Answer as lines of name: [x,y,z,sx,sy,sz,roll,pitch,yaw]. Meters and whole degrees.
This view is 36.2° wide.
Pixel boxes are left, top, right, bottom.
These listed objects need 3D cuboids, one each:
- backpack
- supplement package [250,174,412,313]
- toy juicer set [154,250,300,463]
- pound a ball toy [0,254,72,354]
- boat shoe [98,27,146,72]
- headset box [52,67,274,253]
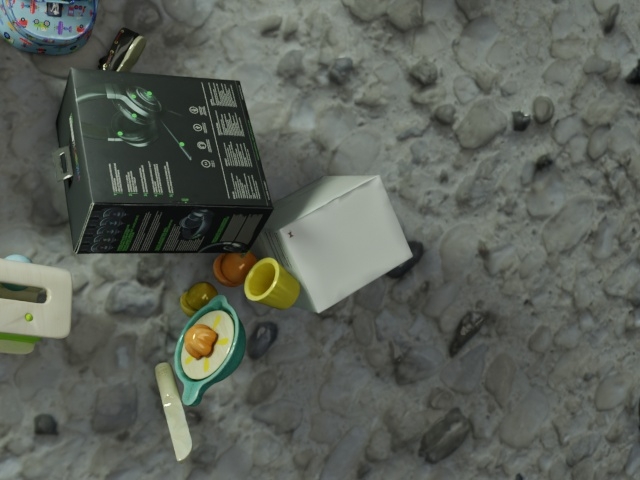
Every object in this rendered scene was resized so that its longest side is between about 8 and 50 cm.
backpack: [-0.392,-0.359,1.416,0.158,0.117,0.173,3,94,-26]
supplement package: [0.000,0.000,1.581,0.194,0.203,0.149,-29,105,-21]
toy juicer set: [-0.186,0.146,1.500,0.089,0.209,0.329,33,91,-40]
pound a ball toy: [-0.537,0.077,1.361,0.319,0.208,0.135,13,65,-39]
boat shoe: [-0.318,-0.263,1.501,0.042,0.049,0.133,30,88,9]
headset box: [-0.242,-0.113,1.432,0.283,0.131,0.246,-1,57,-27]
